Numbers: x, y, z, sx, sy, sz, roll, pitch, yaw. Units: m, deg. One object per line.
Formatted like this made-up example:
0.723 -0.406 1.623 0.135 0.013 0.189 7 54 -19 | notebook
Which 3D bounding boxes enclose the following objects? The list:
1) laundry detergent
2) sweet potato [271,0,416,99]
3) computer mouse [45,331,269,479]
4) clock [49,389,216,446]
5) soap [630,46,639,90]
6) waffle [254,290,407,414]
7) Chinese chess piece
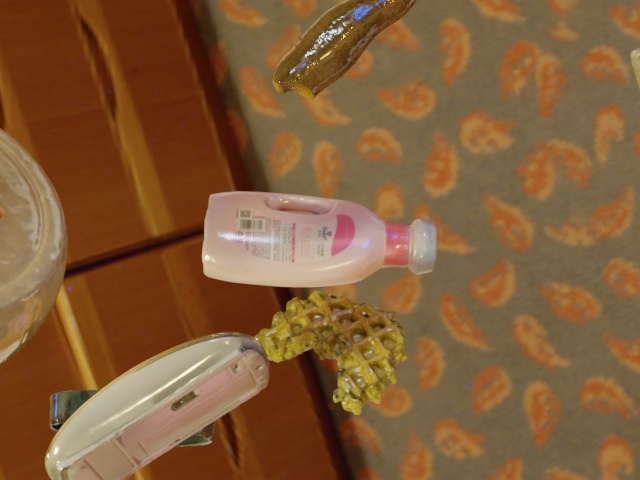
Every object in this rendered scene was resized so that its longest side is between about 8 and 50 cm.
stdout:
0.000 0.000 1.752 0.335 0.159 0.088 3 144 -2 | laundry detergent
0.034 -0.259 1.519 0.077 0.243 0.077 43 164 16 | sweet potato
-0.164 0.169 1.216 0.056 0.245 0.126 54 172 31 | computer mouse
-0.240 0.229 1.546 0.215 0.215 0.042 -9 69 38 | clock
0.461 -0.055 1.131 0.335 0.156 0.293 66 172 -16 | soap
0.015 0.128 1.489 0.194 0.149 0.051 18 141 28 | waffle
-0.427 -0.003 1.221 0.338 0.338 0.140 48 132 16 | Chinese chess piece
